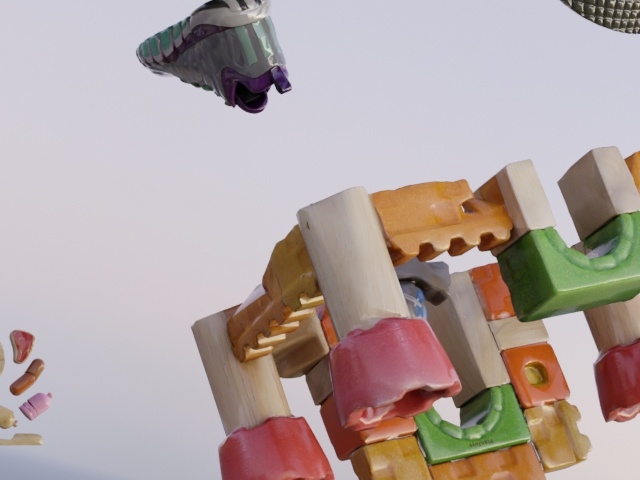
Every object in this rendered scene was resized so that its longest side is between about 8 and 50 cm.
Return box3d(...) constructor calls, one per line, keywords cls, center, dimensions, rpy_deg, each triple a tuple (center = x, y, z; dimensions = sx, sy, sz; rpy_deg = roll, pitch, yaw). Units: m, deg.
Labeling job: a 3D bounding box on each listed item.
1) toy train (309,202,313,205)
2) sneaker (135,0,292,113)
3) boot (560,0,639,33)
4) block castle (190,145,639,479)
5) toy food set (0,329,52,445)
box3d(cls="toy train", center=(0.000, 0.000, 1.928), dimensions=(0.017, 0.083, 0.024), rpy_deg=(-8, -33, -10))
box3d(cls="sneaker", center=(-0.092, -0.145, 1.625), dimensions=(0.083, 0.098, 0.223), rpy_deg=(-23, 3, -21))
box3d(cls="boot", center=(0.266, -0.236, 1.727), dimensions=(0.246, 0.083, 0.161), rpy_deg=(6, 12, -33))
box3d(cls="block castle", center=(0.152, 0.085, 1.462), dimensions=(0.453, 0.213, 0.303), rpy_deg=(-10, -19, -30))
box3d(cls="toy food set", center=(-0.303, 0.141, 1.880), dimensions=(0.078, 0.122, 0.019), rpy_deg=(2, -9, -19))
